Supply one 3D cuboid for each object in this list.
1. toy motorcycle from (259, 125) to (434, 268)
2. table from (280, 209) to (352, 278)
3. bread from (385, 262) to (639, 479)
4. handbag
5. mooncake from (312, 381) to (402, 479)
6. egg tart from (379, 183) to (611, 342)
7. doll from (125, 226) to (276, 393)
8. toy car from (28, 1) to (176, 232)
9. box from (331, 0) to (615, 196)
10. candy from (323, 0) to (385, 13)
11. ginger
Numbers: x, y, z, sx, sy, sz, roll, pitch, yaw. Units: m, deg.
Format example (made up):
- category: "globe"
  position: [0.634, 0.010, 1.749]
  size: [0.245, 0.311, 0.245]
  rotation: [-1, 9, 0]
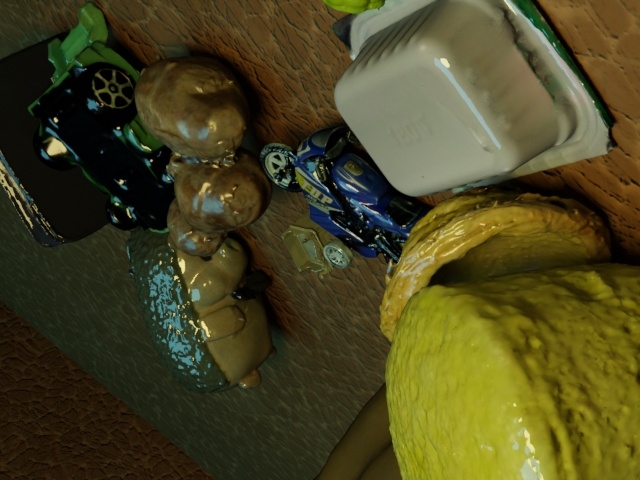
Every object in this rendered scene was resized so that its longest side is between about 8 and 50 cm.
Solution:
- category: "toy motorcycle"
  position: [0.054, -0.053, 1.544]
  size: [0.315, 0.113, 0.169]
  rotation: [36, 146, 10]
- category: "table"
  position: [0.000, 0.000, 1.732]
  size: [0.062, 0.083, 0.079]
  rotation: [15, 139, 51]
- category: "bread"
  position: [0.247, 0.187, 1.188]
  size: [0.348, 0.308, 0.348]
  rotation: [166, 90, -76]
- category: "handbag"
  position: [-0.440, -0.176, 2.001]
  size: [0.118, 0.269, 0.325]
  rotation: [-13, 107, 57]
- category: "mooncake"
  position: [0.213, 0.395, 1.556]
  size: [0.467, 0.262, 0.467]
  rotation: [37, -167, -10]
- category: "egg tart"
  position: [0.190, 0.028, 1.339]
  size: [0.294, 0.294, 0.123]
  rotation: [87, 170, -54]
- category: "doll"
  position: [-0.206, 0.106, 2.076]
  size: [0.247, 0.247, 0.349]
  rotation: [4, 124, 57]
- category: "toy car"
  position: [-0.323, -0.184, 1.883]
  size: [0.359, 0.176, 0.213]
  rotation: [44, 138, -11]
- category: "box"
  position: [0.133, -0.151, 1.275]
  size: [0.264, 0.106, 0.337]
  rotation: [53, 154, -11]
- category: "candy"
  position: [0.035, -0.331, 1.190]
  size: [0.097, 0.097, 0.209]
  rotation: [36, 150, 25]
- category: "ginger"
  position: [-0.167, -0.115, 1.677]
  size: [0.245, 0.155, 0.304]
  rotation: [14, 116, 52]
